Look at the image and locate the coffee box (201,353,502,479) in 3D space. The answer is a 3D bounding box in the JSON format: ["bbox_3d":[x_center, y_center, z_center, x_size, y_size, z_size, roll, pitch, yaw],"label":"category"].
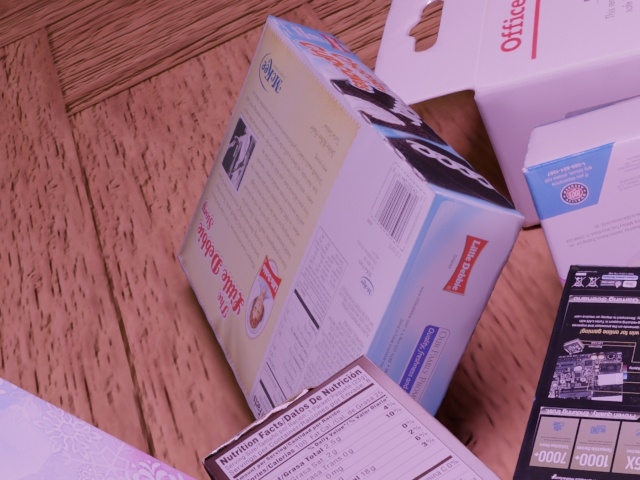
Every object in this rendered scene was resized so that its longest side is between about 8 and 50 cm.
[{"bbox_3d":[0.061,0.172,0.638,0.098,0.141,0.246,-33,31,-12],"label":"coffee box"}]

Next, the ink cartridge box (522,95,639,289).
[{"bbox_3d":[0.177,0.002,0.819,0.092,0.143,0.090,-16,15,15],"label":"ink cartridge box"}]

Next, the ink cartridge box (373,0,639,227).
[{"bbox_3d":[0.222,-0.131,0.991,0.353,0.119,0.207,-11,35,20],"label":"ink cartridge box"}]

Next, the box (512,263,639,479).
[{"bbox_3d":[0.194,0.090,0.690,0.180,0.077,0.147,0,47,25],"label":"box"}]

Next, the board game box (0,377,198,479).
[{"bbox_3d":[-0.172,0.186,0.633,0.066,0.318,0.318,-49,19,32],"label":"board game box"}]

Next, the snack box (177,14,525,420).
[{"bbox_3d":[0.000,0.000,0.895,0.187,0.060,0.322,-67,25,17],"label":"snack box"}]
